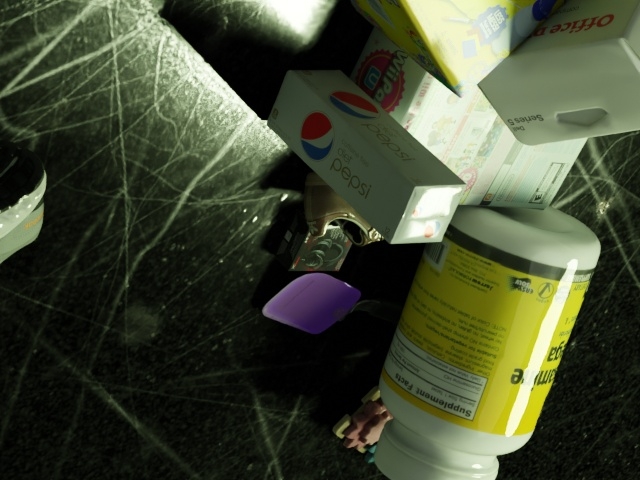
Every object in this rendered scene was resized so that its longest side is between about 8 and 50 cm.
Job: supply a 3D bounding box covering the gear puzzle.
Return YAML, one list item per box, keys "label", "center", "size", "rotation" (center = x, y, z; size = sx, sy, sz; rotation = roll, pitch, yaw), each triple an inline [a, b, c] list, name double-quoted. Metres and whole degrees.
- label: "gear puzzle"
  center: [0.171, 0.149, 2.336]
  size: [0.339, 0.044, 0.175]
  rotation: [-44, 151, 1]

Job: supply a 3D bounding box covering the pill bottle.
- label: "pill bottle"
  center: [0.178, 0.121, 2.168]
  size: [0.188, 0.188, 0.334]
  rotation: [3, 112, -44]

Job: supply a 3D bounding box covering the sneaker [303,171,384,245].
- label: "sneaker"
  center: [0.055, -0.027, 2.045]
  size: [0.188, 0.066, 0.071]
  rotation: [10, 84, -37]

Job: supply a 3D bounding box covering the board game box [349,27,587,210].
- label: "board game box"
  center: [0.168, -0.150, 2.022]
  size: [0.303, 0.097, 0.224]
  rotation: [3, 122, -46]

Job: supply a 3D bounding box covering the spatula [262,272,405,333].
- label: "spatula"
  center: [0.052, 0.079, 2.181]
  size: [0.084, 0.030, 0.296]
  rotation: [-43, 152, 25]

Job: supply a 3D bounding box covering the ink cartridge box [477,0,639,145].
- label: "ink cartridge box"
  center: [0.292, -0.235, 1.866]
  size: [0.115, 0.198, 0.273]
  rotation: [50, 54, -28]

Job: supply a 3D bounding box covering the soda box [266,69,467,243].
- label: "soda box"
  center: [0.042, -0.085, 1.866]
  size: [0.074, 0.216, 0.069]
  rotation: [-3, 126, -42]

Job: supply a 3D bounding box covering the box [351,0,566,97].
- label: "box"
  center: [0.129, -0.340, 1.737]
  size: [0.279, 0.177, 0.290]
  rotation: [-43, 143, -2]

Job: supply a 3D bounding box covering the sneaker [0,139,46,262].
- label: "sneaker"
  center: [-0.358, 0.019, 1.694]
  size: [0.271, 0.100, 0.108]
  rotation: [-28, 146, -21]

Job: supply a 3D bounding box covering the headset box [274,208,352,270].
- label: "headset box"
  center: [0.000, 0.000, 2.062]
  size: [0.083, 0.032, 0.062]
  rotation: [3, 124, -42]
